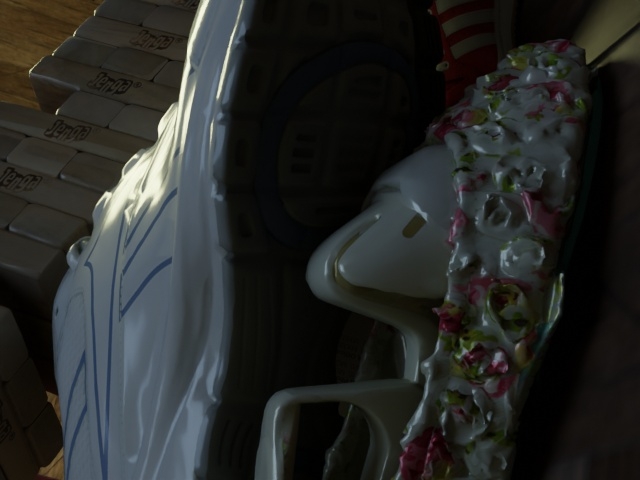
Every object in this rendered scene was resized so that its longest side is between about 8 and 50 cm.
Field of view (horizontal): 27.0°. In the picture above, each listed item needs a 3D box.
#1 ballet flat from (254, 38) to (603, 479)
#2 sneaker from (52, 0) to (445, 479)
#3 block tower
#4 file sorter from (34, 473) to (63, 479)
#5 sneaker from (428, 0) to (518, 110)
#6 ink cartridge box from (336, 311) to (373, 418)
[{"bbox_3d":[0.026,0.043,0.409,0.091,0.077,0.241,167,119,-73],"label":"ballet flat"},{"bbox_3d":[-0.044,0.009,0.476,0.129,0.111,0.297,14,92,42],"label":"sneaker"},{"bbox_3d":[-0.090,-0.033,0.615,0.335,0.097,0.091,-55,-29,-35],"label":"block tower"},{"bbox_3d":[-0.137,0.182,0.638,0.291,0.202,0.182,-97,30,-58],"label":"file sorter"},{"bbox_3d":[0.040,-0.082,0.508,0.042,0.067,0.118,131,151,-59],"label":"sneaker"},{"bbox_3d":[0.000,0.000,0.580,0.109,0.063,0.150,-153,80,-75],"label":"ink cartridge box"}]
